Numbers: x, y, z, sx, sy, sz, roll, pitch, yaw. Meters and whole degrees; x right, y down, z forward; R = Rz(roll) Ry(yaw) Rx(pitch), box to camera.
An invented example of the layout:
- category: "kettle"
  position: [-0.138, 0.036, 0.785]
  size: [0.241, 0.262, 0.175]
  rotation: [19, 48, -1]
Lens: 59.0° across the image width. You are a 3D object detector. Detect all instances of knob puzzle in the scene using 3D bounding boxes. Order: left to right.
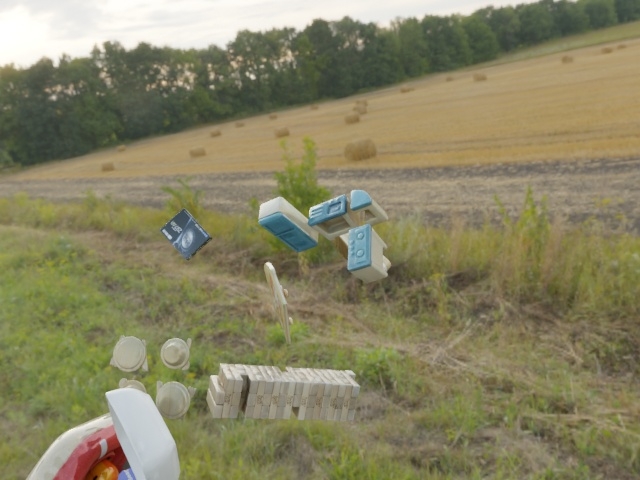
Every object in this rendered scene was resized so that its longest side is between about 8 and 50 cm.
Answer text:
- category: "knob puzzle"
  position: [-0.102, 0.134, 1.408]
  size: [0.030, 0.213, 0.213]
  rotation: [-16, 15, -12]

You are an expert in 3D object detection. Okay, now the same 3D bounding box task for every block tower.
- category: "block tower"
  position: [-0.073, 0.339, 1.261]
  size: [0.336, 0.090, 0.097]
  rotation: [7, 8, -22]

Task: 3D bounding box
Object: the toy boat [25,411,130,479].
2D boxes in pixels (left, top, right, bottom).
- category: "toy boat"
  position: [-0.333, 0.365, 0.859]
  size: [0.151, 0.151, 0.231]
  rotation: [37, 11, 14]

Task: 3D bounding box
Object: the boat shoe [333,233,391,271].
- category: "boat shoe"
  position: [0.086, 0.019, 1.224]
  size: [0.059, 0.063, 0.170]
  rotation: [-30, 55, -20]

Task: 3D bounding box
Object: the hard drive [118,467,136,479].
- category: "hard drive"
  position: [-0.471, 0.542, 1.040]
  size: [0.319, 0.210, 0.040]
  rotation: [-31, 3, -36]

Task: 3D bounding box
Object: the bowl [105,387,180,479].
- category: "bowl"
  position: [-0.234, 0.275, 0.765]
  size: [0.053, 0.141, 0.142]
  rotation: [-22, 48, -28]

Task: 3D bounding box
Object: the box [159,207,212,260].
- category: "box"
  position: [-0.267, -0.012, 1.126]
  size: [0.067, 0.083, 0.018]
  rotation: [-42, -10, -4]

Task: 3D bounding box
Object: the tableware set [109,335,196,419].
- category: "tableware set"
  position: [-0.301, 0.244, 1.015]
  size: [0.169, 0.140, 0.020]
  rotation: [1, -7, 11]

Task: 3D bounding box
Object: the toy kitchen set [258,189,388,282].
- category: "toy kitchen set"
  position: [0.000, 0.000, 0.995]
  size: [0.207, 0.122, 0.166]
  rotation: [-20, 49, 31]
